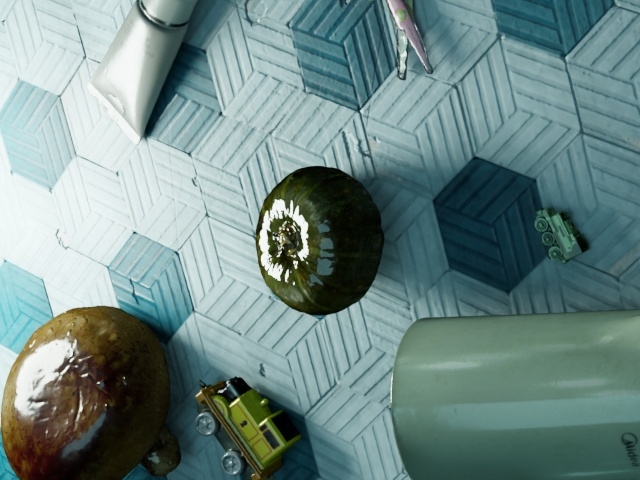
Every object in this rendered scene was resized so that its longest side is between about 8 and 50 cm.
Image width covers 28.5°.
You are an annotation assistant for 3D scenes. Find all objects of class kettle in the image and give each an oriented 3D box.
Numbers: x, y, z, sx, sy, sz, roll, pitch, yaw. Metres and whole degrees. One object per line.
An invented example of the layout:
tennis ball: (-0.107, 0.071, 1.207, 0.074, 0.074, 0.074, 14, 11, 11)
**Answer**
kettle: (0.333, 0.257, 1.709, 0.376, 0.250, 0.361, -8, 119, 31)

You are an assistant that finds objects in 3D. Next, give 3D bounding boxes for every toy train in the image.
toy train: (-0.122, 0.307, 2.084, 0.127, 0.089, 0.219, -40, 79, 23)
toy train: (0.330, -0.010, 1.739, 0.053, 0.033, 0.083, -26, 88, 30)

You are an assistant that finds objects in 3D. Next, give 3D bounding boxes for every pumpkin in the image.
pumpkin: (0.000, 0.000, 1.880, 0.223, 0.157, 0.224, 5, 97, 46)

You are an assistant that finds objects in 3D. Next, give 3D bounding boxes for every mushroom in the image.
mushroom: (-0.410, 0.276, 2.173, 0.345, 0.345, 0.239, 35, 162, 20)

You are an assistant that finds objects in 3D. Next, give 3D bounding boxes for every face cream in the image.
face cream: (-0.288, -0.303, 2.029, 0.143, 0.089, 0.314, 47, 130, 12)

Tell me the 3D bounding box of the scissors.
scissors: (0.117, -0.324, 1.798, 0.133, 0.020, 0.187, -10, 96, 37)
